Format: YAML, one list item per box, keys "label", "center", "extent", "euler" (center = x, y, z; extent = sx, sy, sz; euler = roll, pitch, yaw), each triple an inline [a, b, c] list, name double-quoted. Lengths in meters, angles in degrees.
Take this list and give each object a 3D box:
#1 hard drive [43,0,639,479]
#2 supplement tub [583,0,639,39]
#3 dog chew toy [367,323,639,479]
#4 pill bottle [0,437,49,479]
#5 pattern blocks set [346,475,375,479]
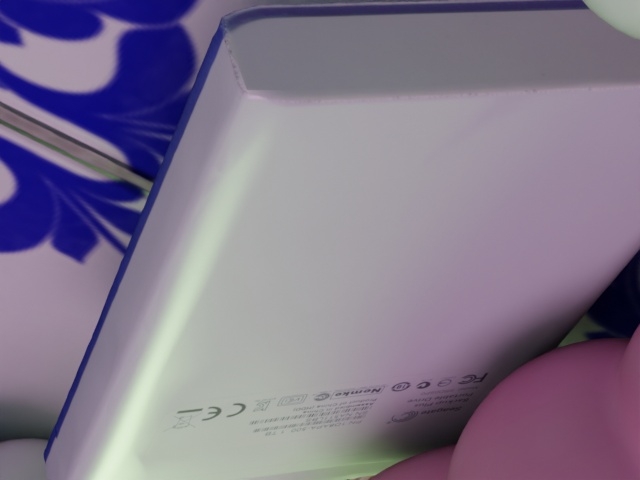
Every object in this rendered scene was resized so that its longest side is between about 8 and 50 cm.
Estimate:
- label: "hard drive"
  center: [0.020, 0.017, 0.741]
  extent: [0.210, 0.040, 0.319]
  euler: [-5, 150, -23]
- label: "supplement tub"
  center: [0.168, -0.127, 0.443]
  extent: [0.272, 0.191, 0.191]
  euler: [11, 144, 1]
- label: "dog chew toy"
  center: [0.125, 0.138, 0.781]
  extent: [0.206, 0.207, 0.332]
  euler: [26, 125, -19]
- label: "pill bottle"
  center: [-0.200, 0.191, 1.016]
  extent: [0.264, 0.146, 0.146]
  euler: [-16, 136, 33]
- label: "pattern blocks set"
  center: [0.062, 0.192, 1.045]
  extent: [0.285, 0.026, 0.325]
  euler: [12, 144, -1]
